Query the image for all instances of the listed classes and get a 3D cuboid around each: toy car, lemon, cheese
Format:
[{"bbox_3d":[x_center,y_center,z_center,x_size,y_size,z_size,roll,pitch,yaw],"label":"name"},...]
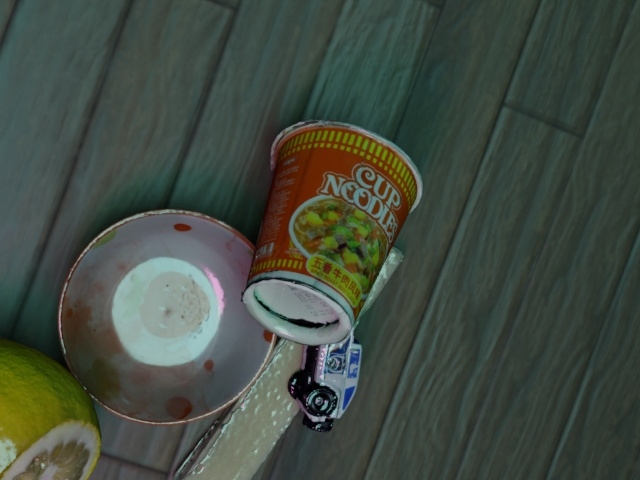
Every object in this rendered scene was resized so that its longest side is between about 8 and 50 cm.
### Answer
[{"bbox_3d":[0.008,0.147,1.734,0.070,0.080,0.170,5,98,-19],"label":"toy car"},{"bbox_3d":[-0.384,0.217,1.604,0.219,0.240,0.240,35,88,22],"label":"lemon"},{"bbox_3d":[-0.036,0.160,1.781,0.085,0.034,0.400,37,88,-16],"label":"cheese"}]

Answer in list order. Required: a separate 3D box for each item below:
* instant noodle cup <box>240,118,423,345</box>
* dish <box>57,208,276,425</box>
[{"bbox_3d":[0.000,0.000,1.647,0.193,0.193,0.212,31,55,-16],"label":"instant noodle cup"},{"bbox_3d":[-0.185,0.085,1.707,0.260,0.085,0.260,-2,100,-13],"label":"dish"}]
